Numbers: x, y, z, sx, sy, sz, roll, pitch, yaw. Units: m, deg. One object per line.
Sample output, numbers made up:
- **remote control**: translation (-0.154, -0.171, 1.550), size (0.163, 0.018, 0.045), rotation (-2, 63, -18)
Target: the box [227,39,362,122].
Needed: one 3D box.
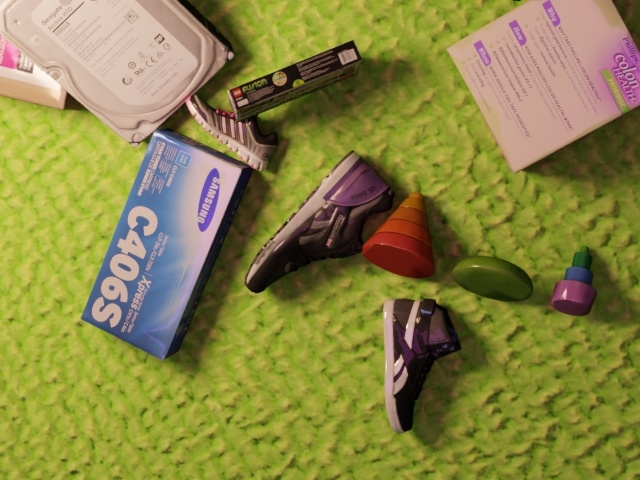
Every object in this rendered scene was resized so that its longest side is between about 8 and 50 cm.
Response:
- **box**: translation (-0.042, -0.244, 1.760), size (0.207, 0.114, 0.036), rotation (-23, 89, -5)

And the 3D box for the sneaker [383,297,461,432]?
- **sneaker**: translation (0.165, 0.200, 1.807), size (0.121, 0.079, 0.217), rotation (-3, 94, 15)

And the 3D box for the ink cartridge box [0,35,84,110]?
- **ink cartridge box**: translation (-0.475, -0.350, 1.894), size (0.193, 0.088, 0.235), rotation (14, 100, 10)

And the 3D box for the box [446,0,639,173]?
- **box**: translation (0.348, -0.251, 1.699), size (0.243, 0.117, 0.214), rotation (-29, 89, 15)

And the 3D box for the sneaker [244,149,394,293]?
- **sneaker**: translation (0.000, 0.000, 1.815), size (0.124, 0.107, 0.283), rotation (42, 103, 0)

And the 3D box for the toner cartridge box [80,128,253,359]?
- **toner cartridge box**: translation (-0.255, 0.006, 1.886), size (0.165, 0.075, 0.348), rotation (24, 100, 8)

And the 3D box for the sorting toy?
- **sorting toy**: translation (0.255, 0.010, 1.773), size (0.365, 0.127, 0.126), rotation (14, 69, 8)

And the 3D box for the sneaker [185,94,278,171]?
- **sneaker**: translation (-0.138, -0.189, 1.842), size (0.170, 0.063, 0.075), rotation (38, 97, -6)

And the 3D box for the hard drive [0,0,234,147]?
- **hard drive**: translation (-0.333, -0.332, 1.784), size (0.237, 0.064, 0.339), rotation (-40, 120, 13)
